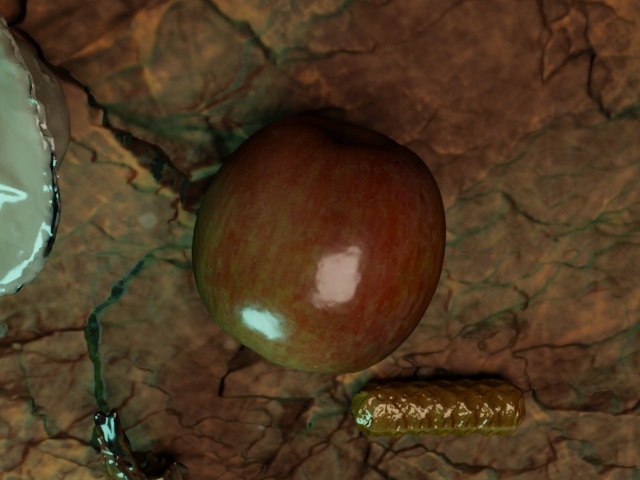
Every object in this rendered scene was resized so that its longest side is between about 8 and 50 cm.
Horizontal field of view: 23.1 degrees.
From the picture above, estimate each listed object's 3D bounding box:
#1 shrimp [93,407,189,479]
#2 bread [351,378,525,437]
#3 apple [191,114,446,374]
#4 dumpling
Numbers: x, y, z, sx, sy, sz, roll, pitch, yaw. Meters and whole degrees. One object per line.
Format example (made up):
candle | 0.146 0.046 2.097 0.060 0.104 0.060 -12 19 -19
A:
shrimp | -0.127 0.206 1.309 0.117 0.066 0.262 -25 135 -18
bread | 0.103 0.144 1.345 0.157 0.044 0.052 1 122 -14
apple | 0.000 0.000 1.164 0.188 0.188 0.174 13 105 -20
dumpling | -0.234 -0.060 1.090 0.142 0.172 0.247 -17 131 -41
